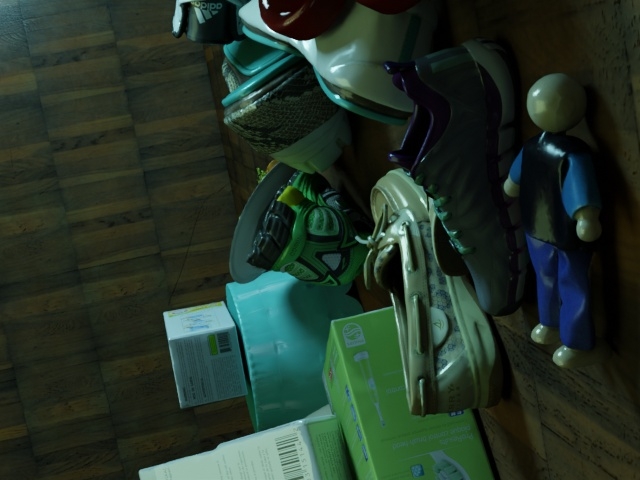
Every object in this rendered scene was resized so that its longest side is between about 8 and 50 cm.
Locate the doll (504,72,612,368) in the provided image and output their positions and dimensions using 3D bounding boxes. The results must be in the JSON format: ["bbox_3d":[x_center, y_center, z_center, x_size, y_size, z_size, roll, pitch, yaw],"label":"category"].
[{"bbox_3d":[0.154,-0.017,0.716,0.129,0.046,0.189,-124,23,-65],"label":"doll"}]

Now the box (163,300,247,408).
[{"bbox_3d":[-0.183,0.174,1.712,0.203,0.103,0.114,-142,42,-77],"label":"box"}]

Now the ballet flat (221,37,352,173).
[{"bbox_3d":[-0.038,-0.185,1.458,0.182,0.164,0.483,58,-177,-18],"label":"ballet flat"}]

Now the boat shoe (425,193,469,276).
[{"bbox_3d":[0.115,-0.038,0.942,0.045,0.050,0.135,-126,36,-77],"label":"boat shoe"}]

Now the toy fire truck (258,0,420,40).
[{"bbox_3d":[-0.014,-0.317,0.886,0.302,0.169,0.254,-2,77,53],"label":"toy fire truck"}]

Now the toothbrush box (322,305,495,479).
[{"bbox_3d":[0.096,0.234,1.169,0.206,0.122,0.283,96,161,-65],"label":"toothbrush box"}]

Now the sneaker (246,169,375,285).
[{"bbox_3d":[0.000,0.000,1.431,0.343,0.146,0.134,-67,2,-78],"label":"sneaker"}]

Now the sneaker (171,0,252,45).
[{"bbox_3d":[-0.118,-0.386,1.402,0.447,0.169,0.257,-97,10,-87],"label":"sneaker"}]

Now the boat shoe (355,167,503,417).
[{"bbox_3d":[0.089,0.040,1.054,0.104,0.089,0.285,86,168,-46],"label":"boat shoe"}]

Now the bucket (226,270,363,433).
[{"bbox_3d":[-0.035,0.166,1.700,0.281,0.183,0.281,170,90,-81],"label":"bucket"}]

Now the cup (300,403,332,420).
[{"bbox_3d":[-0.019,0.394,1.396,0.331,0.237,0.331,-21,-90,-79],"label":"cup"}]

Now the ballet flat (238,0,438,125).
[{"bbox_3d":[0.023,-0.223,1.088,0.400,0.139,0.139,-130,29,-63],"label":"ballet flat"}]

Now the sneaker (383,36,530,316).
[{"bbox_3d":[0.101,-0.041,0.848,0.083,0.098,0.223,-126,26,-69],"label":"sneaker"}]

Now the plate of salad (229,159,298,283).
[{"bbox_3d":[-0.078,-0.032,1.543,0.048,0.200,0.200,26,148,18],"label":"plate of salad"}]

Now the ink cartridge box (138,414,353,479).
[{"bbox_3d":[-0.063,0.369,1.227,0.066,0.261,0.296,1,-109,-55],"label":"ink cartridge box"}]
